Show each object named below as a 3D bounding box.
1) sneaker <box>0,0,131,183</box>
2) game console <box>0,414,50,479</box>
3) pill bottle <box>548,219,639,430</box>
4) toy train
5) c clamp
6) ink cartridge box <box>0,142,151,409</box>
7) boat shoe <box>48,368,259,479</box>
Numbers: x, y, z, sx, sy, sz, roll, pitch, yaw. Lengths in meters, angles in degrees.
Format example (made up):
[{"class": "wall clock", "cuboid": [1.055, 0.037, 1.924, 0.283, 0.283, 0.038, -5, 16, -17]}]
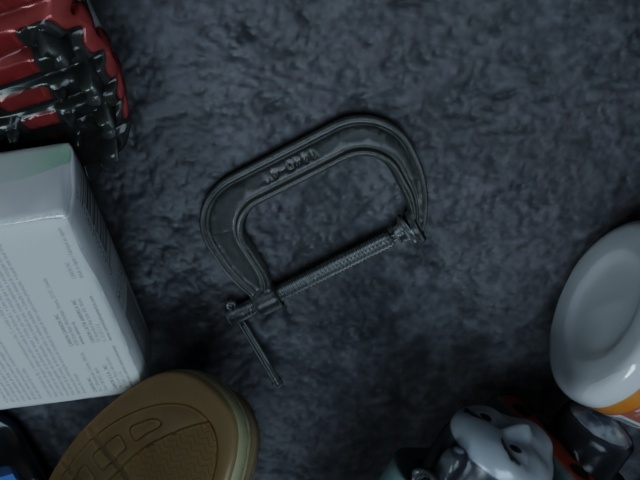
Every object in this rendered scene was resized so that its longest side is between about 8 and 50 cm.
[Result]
[{"class": "sneaker", "cuboid": [-0.167, -0.141, 0.625, 0.097, 0.135, 0.276, -15, 143, 8]}, {"class": "game console", "cuboid": [-0.271, 0.297, 0.816, 0.173, 0.250, 0.293, -5, 122, 26]}, {"class": "pill bottle", "cuboid": [0.262, 0.080, 0.788, 0.216, 0.121, 0.121, 24, 113, -19]}, {"class": "toy train", "cuboid": [0.070, 0.240, 0.812, 0.190, 0.142, 0.334, 8, 121, -45]}, {"class": "c clamp", "cuboid": [0.000, 0.000, 0.770, 0.160, 0.022, 0.137, -32, 113, 12]}, {"class": "ink cartridge box", "cuboid": [-0.224, 0.035, 0.707, 0.224, 0.056, 0.181, -6, 143, 3]}, {"class": "boat shoe", "cuboid": [-0.117, 0.219, 0.801, 0.110, 0.121, 0.341, -2, 128, -51]}]
